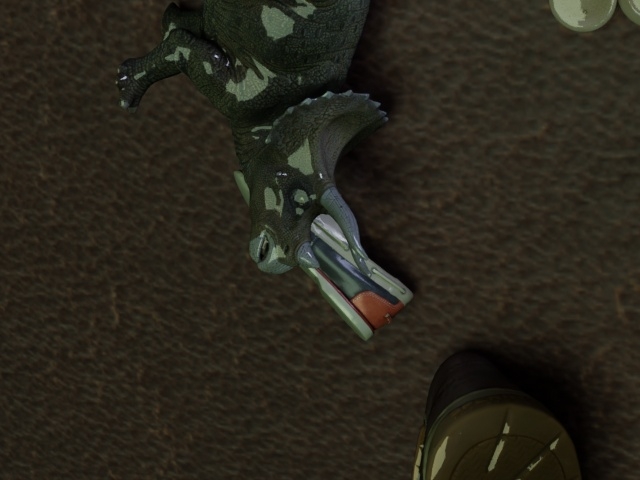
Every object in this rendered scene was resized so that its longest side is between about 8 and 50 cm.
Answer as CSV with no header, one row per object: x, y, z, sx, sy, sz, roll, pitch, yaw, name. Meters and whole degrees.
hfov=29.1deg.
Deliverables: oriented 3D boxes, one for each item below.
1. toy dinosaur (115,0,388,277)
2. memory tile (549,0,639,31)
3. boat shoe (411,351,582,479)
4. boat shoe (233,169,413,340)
-0.031,-0.144,0.697,0.160,0.121,0.313,8,113,13,toy dinosaur
0.163,-0.178,0.613,0.113,0.012,0.148,4,116,28,memory tile
0.106,0.234,0.796,0.123,0.123,0.342,-10,111,-7,boat shoe
0.000,0.000,0.777,0.043,0.049,0.137,-41,87,-5,boat shoe
